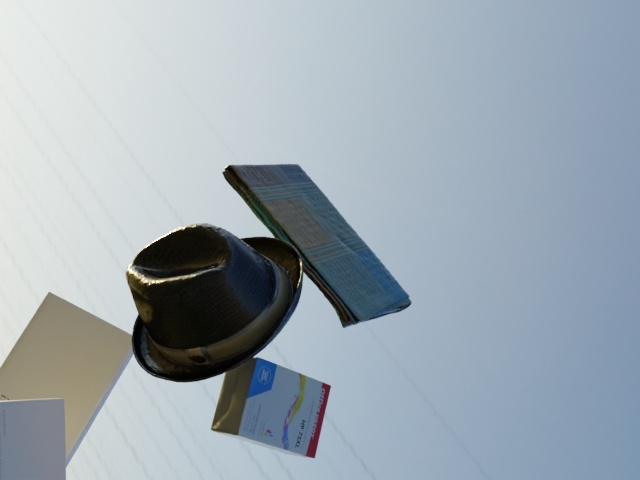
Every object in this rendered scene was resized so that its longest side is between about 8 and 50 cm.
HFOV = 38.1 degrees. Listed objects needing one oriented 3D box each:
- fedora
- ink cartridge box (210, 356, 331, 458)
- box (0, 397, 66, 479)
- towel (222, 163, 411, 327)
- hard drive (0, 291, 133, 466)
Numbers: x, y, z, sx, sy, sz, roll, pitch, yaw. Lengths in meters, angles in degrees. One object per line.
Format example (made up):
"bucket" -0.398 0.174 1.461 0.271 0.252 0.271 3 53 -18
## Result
"fedora" -0.197 0.069 1.492 0.334 0.334 0.152 27 -23 50
"ink cartridge box" -0.066 0.293 1.595 0.078 0.231 0.134 -4 -113 46
"box" -0.618 0.360 1.567 0.215 0.345 0.168 -7 -100 18
"towel" 0.000 0.000 1.705 0.040 0.271 0.370 -46 -107 22
"hard drive" -0.577 0.314 1.982 0.233 0.353 0.047 26 -17 9
